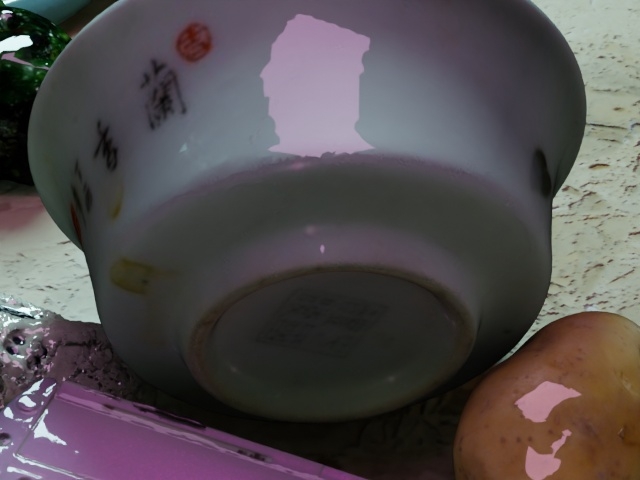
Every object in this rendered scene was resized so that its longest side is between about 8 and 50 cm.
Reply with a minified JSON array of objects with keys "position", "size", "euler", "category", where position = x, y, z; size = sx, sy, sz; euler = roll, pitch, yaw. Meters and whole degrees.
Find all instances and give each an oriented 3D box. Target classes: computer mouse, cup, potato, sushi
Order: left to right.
[{"position":[-0.287,-0.116,1.469],"size":[0.225,0.127,0.124],"euler":[6,37,3],"category":"sushi"},{"position":[-0.056,0.175,1.133],"size":[0.310,0.072,0.158],"euler":[17,43,10],"category":"computer mouse"},{"position":[0.000,0.000,1.187],"size":[0.347,0.347,0.163],"euler":[-3,54,-6],"category":"cup"},{"position":[0.149,0.113,1.189],"size":[0.118,0.109,0.178],"euler":[46,47,1],"category":"potato"}]

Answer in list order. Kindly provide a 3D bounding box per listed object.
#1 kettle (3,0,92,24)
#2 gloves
[{"position":[-0.301,-0.311,1.667],"size":[0.342,0.247,0.319],"euler":[-31,73,-25],"category":"kettle"},{"position":[-0.179,0.090,1.242],"size":[0.153,0.070,0.114],"euler":[16,42,-4],"category":"gloves"}]
